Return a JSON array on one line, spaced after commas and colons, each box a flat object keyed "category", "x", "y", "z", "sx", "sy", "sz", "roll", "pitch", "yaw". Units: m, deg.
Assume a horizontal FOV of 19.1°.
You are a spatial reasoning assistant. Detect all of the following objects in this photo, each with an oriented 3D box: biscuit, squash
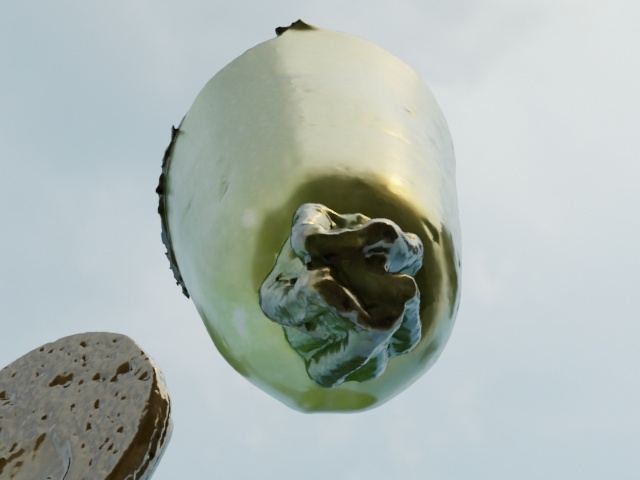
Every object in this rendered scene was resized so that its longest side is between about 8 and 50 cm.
[{"category": "biscuit", "x": -0.163, "y": 0.135, "z": 1.004, "sx": 0.049, "sy": 0.208, "sz": 0.181, "roll": 56, "pitch": -179, "yaw": -33}, {"category": "squash", "x": -0.006, "y": 0.014, "z": 0.695, "sx": 0.137, "sy": 0.137, "sz": 0.287, "roll": 28, "pitch": -164, "yaw": -9}]
